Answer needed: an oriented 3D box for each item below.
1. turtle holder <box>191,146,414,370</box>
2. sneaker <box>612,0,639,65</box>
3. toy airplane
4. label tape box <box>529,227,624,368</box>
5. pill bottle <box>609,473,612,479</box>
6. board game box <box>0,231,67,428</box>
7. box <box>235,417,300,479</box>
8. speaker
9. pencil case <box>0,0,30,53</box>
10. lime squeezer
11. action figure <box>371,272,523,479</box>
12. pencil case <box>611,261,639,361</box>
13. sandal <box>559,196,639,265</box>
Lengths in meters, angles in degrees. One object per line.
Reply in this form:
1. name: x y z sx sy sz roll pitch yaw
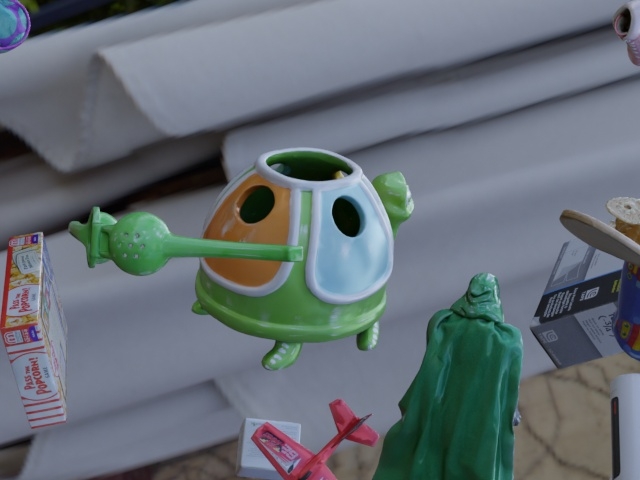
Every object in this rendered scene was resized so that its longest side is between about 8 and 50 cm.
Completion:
1. turtle holder: 0.001 0.008 1.599 0.243 0.320 0.227 -129 -137 -58
2. sneaker: 0.424 -0.282 1.709 0.134 0.070 0.051 94 -27 -59
3. toy airplane: 0.000 0.232 1.358 0.028 0.151 0.151 -96 166 -78
4. label tape box: 0.523 0.058 1.996 0.106 0.333 0.241 53 40 -18
5. pill bottle: 0.594 0.414 1.960 0.162 0.278 0.162 -57 164 -25
6. board game box: -0.334 0.102 1.479 0.193 0.045 0.147 -108 -171 -58
7. box: -0.091 0.362 2.170 0.101 0.102 0.087 115 -18 -69
8. speaker: 0.353 0.219 1.403 0.055 0.055 0.136 59 32 -53
9. pencil case: -0.378 -0.237 1.393 0.064 0.151 0.070 24 80 -35
10. lime squeezer: -0.169 -0.006 1.149 0.110 0.310 0.059 -24 112 -46
11. action figure: 0.114 0.135 1.003 0.063 0.137 0.232 -34 136 -62
12. pencil case: 0.447 0.014 1.564 0.119 0.133 0.306 41 -38 39
13. sandal: 0.309 -0.006 1.151 0.240 0.079 0.088 31 -4 -38
